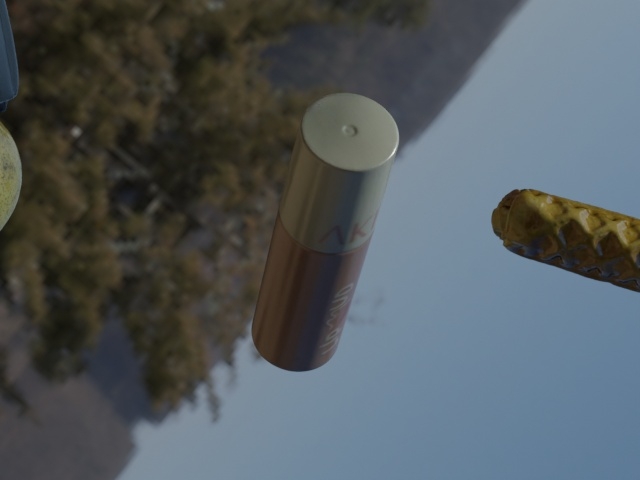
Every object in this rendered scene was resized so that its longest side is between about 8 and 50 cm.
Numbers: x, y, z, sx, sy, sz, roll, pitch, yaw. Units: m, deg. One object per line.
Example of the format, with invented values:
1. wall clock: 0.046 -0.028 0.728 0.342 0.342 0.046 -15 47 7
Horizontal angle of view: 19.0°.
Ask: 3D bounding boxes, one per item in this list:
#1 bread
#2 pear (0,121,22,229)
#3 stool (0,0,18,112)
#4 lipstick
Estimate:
1. bread: 0.360 0.024 2.054 0.084 0.368 0.077 -73 -178 -64
2. pear: -0.362 -0.057 1.784 0.167 0.167 0.136 -49 145 11
3. stool: -0.197 -0.106 0.925 0.096 0.110 0.096 -14 -168 3
4. lipstick: 0.000 0.000 1.376 0.070 0.070 0.254 -54 168 -35
